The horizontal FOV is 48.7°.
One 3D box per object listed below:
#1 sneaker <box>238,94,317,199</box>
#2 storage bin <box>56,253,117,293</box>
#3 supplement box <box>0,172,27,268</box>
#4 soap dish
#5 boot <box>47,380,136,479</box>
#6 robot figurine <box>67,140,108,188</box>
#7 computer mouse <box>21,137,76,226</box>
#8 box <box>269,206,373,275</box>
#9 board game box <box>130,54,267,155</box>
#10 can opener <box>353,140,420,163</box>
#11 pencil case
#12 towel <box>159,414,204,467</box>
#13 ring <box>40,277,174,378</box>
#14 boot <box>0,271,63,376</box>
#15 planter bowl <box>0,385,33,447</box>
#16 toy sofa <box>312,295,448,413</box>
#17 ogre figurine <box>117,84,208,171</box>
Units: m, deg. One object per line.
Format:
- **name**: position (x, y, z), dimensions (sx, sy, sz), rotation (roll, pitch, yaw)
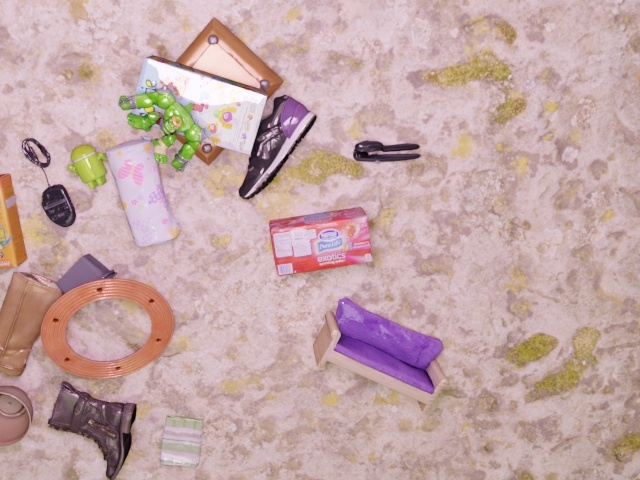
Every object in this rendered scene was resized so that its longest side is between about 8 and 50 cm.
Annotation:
- **sneaker**: position (-0.140, -0.240, 1.806), dimensions (0.124, 0.107, 0.283), rotation (37, 95, 1)
- **storage bin**: position (-0.619, 0.105, 1.845), dimensions (0.091, 0.098, 0.135), rotation (44, 97, -4)
- **supplement box**: position (-0.811, -0.047, 1.787), dimensions (0.078, 0.080, 0.233), rotation (-6, 108, -2)
- **soap dish**: position (-0.269, -0.360, 1.735), dimensions (0.229, 0.118, 0.291), rotation (41, 97, -14)
- **boot**: position (-0.643, 0.530, 1.969), dimensions (0.229, 0.091, 0.263), rotation (13, 100, -4)
- **robot figurine**: position (-0.582, -0.189, 1.776), dimensions (0.101, 0.067, 0.115), rotation (-20, 106, 12)
- **computer mouse**: position (-0.689, -0.147, 1.798), dimensions (0.071, 0.041, 0.242), rotation (-20, 100, 1)
- **box**: position (0.000, 0.000, 1.859), dimensions (0.257, 0.122, 0.128), rotation (-9, 106, -4)
- **board game box**: position (-0.273, -0.311, 1.612), dimensions (0.275, 0.142, 0.144), rotation (16, 105, -10)
- **can opener**: position (0.174, -0.229, 1.850), dimensions (0.186, 0.073, 0.059), rotation (2, 97, -16)
- **pencil case**: position (-0.446, -0.120, 1.786), dimensions (0.124, 0.113, 0.273), rotation (-18, 107, -11)
- **towel**: position (-0.398, 0.579, 2.029), dimensions (0.113, 0.023, 0.152), rotation (8, 104, -9)
- **ring**: position (-0.557, 0.231, 1.863), dimensions (0.337, 0.032, 0.336), rotation (-10, 126, -14)
- **boot**: position (-0.835, 0.199, 1.853), dimensions (0.236, 0.089, 0.269), rotation (22, 102, -21)
- **planter bowl**: position (-0.850, 0.457, 1.904), dimensions (0.162, 0.109, 0.162), rotation (-2, 106, -6)
- **toy sofa**: position (0.173, 0.312, 1.950), dimensions (0.362, 0.150, 0.177), rotation (26, 102, -12)
- **ogre figurine**: position (-0.328, -0.248, 1.506), dimensions (0.118, 0.097, 0.197), rotation (-30, 94, 24)
